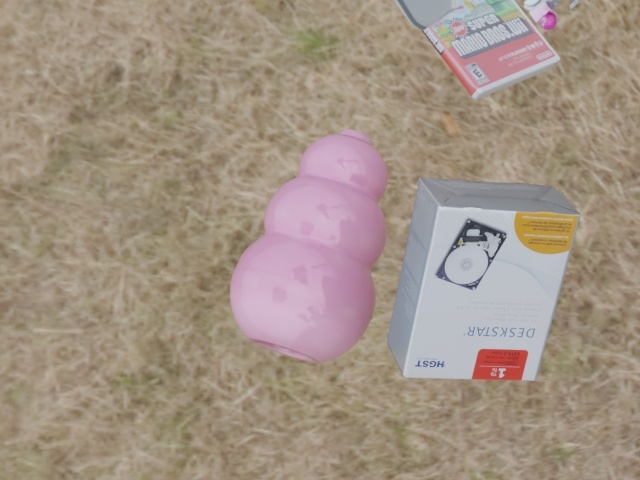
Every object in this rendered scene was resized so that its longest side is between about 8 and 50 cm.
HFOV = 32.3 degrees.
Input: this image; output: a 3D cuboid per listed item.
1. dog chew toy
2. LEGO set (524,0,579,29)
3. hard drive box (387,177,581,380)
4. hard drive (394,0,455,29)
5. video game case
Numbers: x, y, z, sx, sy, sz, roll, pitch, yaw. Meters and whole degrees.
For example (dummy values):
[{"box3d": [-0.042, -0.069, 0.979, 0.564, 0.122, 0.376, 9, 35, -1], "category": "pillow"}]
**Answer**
[{"box3d": [0.000, 0.000, 1.567, 0.206, 0.206, 0.332, 12, 77, 29], "category": "dog chew toy"}, {"box3d": [0.223, -0.314, 1.223, 0.132, 0.287, 0.107, -53, 52, 25], "category": "LEGO set"}, {"box3d": [0.195, 0.050, 1.348, 0.089, 0.181, 0.232, -113, 29, -61], "category": "hard drive box"}, {"box3d": [-0.006, -0.316, 0.863, 0.040, 0.203, 0.308, -34, 44, 9], "category": "hard drive"}, {"box3d": [0.226, -0.361, 1.728, 0.285, 0.204, 0.025, 55, 142, 13], "category": "video game case"}]
